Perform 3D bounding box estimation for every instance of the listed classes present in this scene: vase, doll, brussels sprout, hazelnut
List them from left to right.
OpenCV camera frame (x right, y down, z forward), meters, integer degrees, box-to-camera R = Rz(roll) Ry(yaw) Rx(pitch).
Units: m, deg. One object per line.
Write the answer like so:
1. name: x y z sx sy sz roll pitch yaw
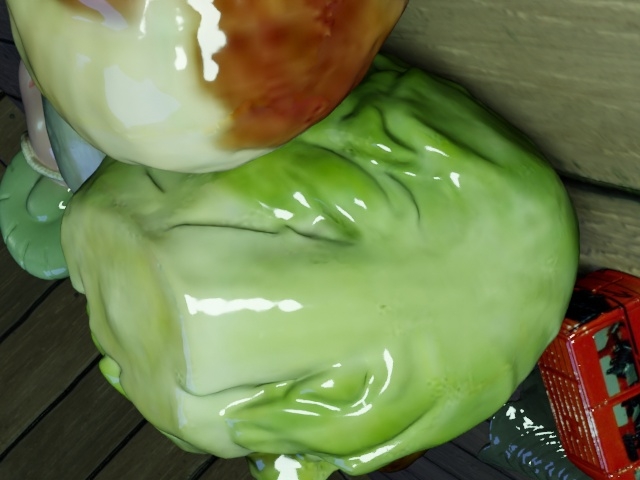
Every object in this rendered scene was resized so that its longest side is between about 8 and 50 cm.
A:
1. doll: -0.154 -0.099 1.283 0.216 0.284 0.268 51 -163 -49
2. hazelnut: -0.058 -0.162 0.783 0.261 0.241 0.261 163 90 -76
3. brussels sprout: 0.000 0.000 0.933 0.328 0.328 0.247 23 128 63
4. vase: 0.268 0.220 1.314 0.237 0.115 0.115 35 167 24

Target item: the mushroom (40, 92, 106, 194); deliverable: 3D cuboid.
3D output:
1. mushroom: -0.148 -0.121 1.087 0.177 0.126 0.397 160 92 -84

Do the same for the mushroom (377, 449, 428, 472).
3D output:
1. mushroom: -0.026 0.148 1.700 0.345 0.259 0.345 43 169 10

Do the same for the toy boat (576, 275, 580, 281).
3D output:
1. toy boat: 0.144 0.051 1.084 0.089 0.185 0.071 119 147 -48

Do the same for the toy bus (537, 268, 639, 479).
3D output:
1. toy bus: 0.217 0.122 1.033 0.081 0.089 0.195 23 135 63
